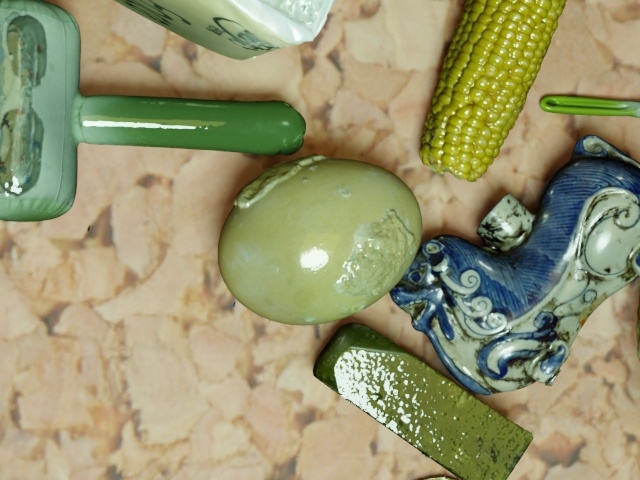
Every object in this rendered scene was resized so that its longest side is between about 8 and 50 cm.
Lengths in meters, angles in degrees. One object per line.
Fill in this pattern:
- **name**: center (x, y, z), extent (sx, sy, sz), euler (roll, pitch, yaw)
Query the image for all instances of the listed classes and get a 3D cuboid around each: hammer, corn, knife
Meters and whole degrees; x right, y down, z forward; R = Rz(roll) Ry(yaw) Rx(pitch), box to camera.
- **hammer**: center (-0.177, -0.117, 1.106), extent (0.336, 0.119, 0.206), euler (2, 94, -17)
- **corn**: center (0.182, -0.209, 1.163), extent (0.102, 0.101, 0.310), euler (22, 90, -11)
- **knife**: center (0.320, -0.139, 1.235), extent (0.184, 0.026, 0.022), euler (3, 54, -9)

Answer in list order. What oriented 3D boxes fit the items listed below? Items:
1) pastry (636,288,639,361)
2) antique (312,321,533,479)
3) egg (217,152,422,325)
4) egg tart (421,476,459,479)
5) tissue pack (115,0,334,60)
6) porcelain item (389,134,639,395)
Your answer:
- **pastry**: center (0.504, 0.117, 1.124), extent (0.389, 0.312, 0.388), euler (2, 81, -10)
- **antique**: center (0.098, 0.164, 1.179), extent (0.221, 0.081, 0.080), euler (35, 84, -7)
- **egg**: center (0.000, -0.002, 1.115), extent (0.202, 0.164, 0.164), euler (-17, 97, -10)
- **egg tart**: center (0.124, 0.311, 1.218), extent (0.131, 0.052, 0.130), euler (0, 91, -11)
- **tissue pack**: center (-0.135, -0.302, 0.945), extent (0.332, 0.405, 0.205), euler (28, 92, -11)
- **porcelain item**: center (0.218, 0.019, 1.183), extent (0.186, 0.138, 0.288), euler (44, 90, 6)
